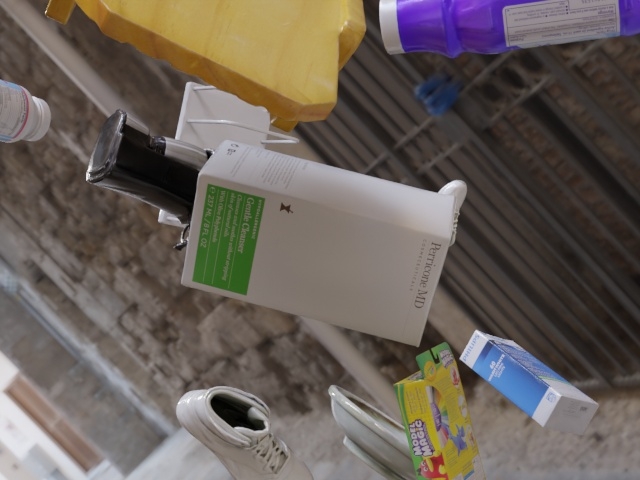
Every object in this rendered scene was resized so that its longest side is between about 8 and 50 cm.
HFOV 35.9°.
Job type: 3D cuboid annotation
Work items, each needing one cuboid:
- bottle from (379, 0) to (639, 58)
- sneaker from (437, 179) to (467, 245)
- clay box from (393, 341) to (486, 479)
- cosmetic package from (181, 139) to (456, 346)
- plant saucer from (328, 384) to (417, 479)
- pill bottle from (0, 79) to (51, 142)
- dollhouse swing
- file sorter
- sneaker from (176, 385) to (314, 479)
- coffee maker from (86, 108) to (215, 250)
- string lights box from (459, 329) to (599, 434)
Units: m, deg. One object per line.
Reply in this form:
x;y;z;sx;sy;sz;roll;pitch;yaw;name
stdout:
0.207;-0.251;1.060;0.282;0.092;0.118;-5;20;15;bottle
0.204;-0.025;1.609;0.061;0.053;0.152;45;113;48;sneaker
0.165;0.261;1.371;0.053;0.222;0.127;-16;-3;28;clay box
0.000;0.000;1.462;0.155;0.365;0.197;-67;-11;-63;cosmetic package
0.165;0.483;2.270;0.101;0.400;0.400;-56;4;-2;plant saucer
-0.471;-0.190;1.420;0.087;0.087;0.160;-43;-25;20;pill bottle
-0.158;-0.221;1.186;0.315;0.346;0.305;-45;27;49;dollhouse swing
-0.161;-0.147;1.890;0.173;0.192;0.278;8;86;54;file sorter
-0.109;0.359;1.706;0.108;0.292;0.169;-57;13;-26;sneaker
-0.270;-0.101;1.573;0.120;0.178;0.171;-39;43;39;coffee maker
0.419;0.284;1.994;0.259;0.133;0.077;39;106;49;string lights box
